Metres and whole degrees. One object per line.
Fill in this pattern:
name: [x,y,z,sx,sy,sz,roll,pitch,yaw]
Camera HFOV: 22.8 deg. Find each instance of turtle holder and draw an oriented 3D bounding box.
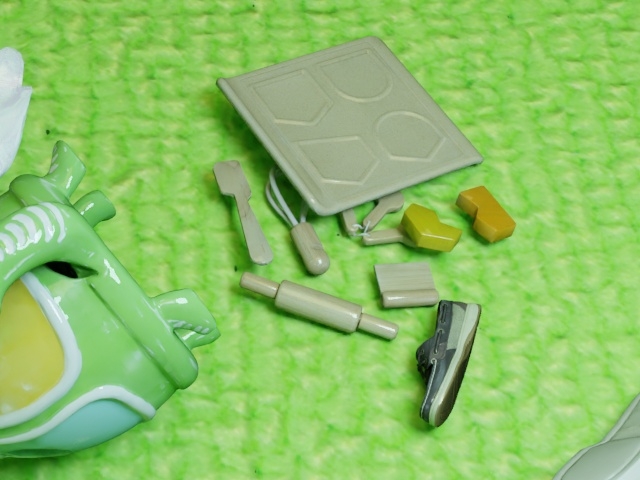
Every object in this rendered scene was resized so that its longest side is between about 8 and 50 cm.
turtle holder: [-0.230,0.077,1.355,0.227,0.320,0.243,-40,101,-6]

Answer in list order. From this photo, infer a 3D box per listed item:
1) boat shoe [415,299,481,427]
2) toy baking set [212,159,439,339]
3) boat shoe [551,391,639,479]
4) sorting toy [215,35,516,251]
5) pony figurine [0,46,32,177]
boat shoe: [0.114,0.116,1.513,0.049,0.056,0.152,14,42,12]
toy baking set: [0.000,0.005,1.604,0.256,0.030,0.196,16,46,-1]
boat shoe: [0.332,0.191,1.442,0.324,0.117,0.096,-32,101,-41]
sorting toy: [0.055,-0.089,1.670,0.229,0.041,0.307,-17,55,-30]
pony figurine: [-0.425,-0.043,1.382,0.303,0.363,0.351,17,45,-28]
